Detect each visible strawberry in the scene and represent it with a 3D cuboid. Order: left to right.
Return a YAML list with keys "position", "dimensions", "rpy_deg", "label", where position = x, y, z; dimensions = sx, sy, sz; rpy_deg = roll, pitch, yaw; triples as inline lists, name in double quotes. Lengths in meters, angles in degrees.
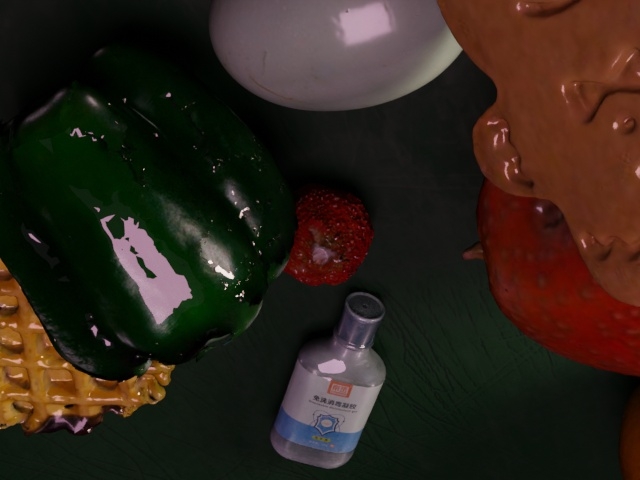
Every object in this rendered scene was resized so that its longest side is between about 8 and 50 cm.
- position: [0.001, 0.000, 1.440]
  dimensions: [0.106, 0.106, 0.106]
  rpy_deg: [3, 128, 4]
  label: "strawberry"

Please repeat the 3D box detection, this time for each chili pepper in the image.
- position: [-0.167, -0.027, 1.357]
  dimensions: [0.249, 0.233, 0.256]
  rpy_deg: [-31, 109, 20]
  label: "chili pepper"

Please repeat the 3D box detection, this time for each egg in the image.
- position: [0.018, -0.187, 1.247]
  dimensions: [0.231, 0.168, 0.168]
  rpy_deg: [-12, 126, 24]
  label: "egg"

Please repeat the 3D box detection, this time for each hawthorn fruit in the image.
- position: [0.258, -0.013, 1.296]
  dimensions: [0.300, 0.275, 0.275]
  rpy_deg: [-9, 126, 24]
  label: "hawthorn fruit"

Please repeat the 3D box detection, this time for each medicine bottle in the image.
- position: [0.015, 0.141, 1.572]
  dimensions: [0.090, 0.053, 0.208]
  rpy_deg: [15, 127, -6]
  label: "medicine bottle"

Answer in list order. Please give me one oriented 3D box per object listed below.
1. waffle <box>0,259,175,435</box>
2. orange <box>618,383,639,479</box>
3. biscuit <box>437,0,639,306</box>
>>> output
- position: [-0.310, 0.090, 1.567]
  dimensions: [0.312, 0.060, 0.307]
  rpy_deg: [-25, 119, 23]
  label: "waffle"
- position: [0.398, 0.228, 1.485]
  dimensions: [0.249, 0.183, 0.249]
  rpy_deg: [22, 135, 24]
  label: "orange"
- position: [0.199, -0.129, 1.086]
  dimensions: [0.275, 0.052, 0.355]
  rpy_deg: [-21, 95, 43]
  label: "biscuit"
